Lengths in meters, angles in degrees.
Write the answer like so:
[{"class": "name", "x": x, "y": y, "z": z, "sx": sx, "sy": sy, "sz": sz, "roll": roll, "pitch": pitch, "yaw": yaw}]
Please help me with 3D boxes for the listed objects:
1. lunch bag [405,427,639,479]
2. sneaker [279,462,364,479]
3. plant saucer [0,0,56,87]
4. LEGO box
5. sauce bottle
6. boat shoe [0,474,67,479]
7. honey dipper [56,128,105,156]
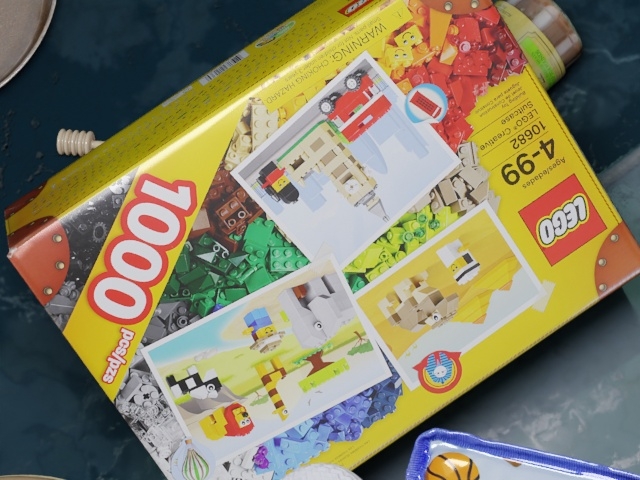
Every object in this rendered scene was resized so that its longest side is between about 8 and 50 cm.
[{"class": "lunch bag", "x": 0.270, "y": 0.320, "z": 1.615, "sx": 0.385, "sy": 0.328, "sz": 0.239, "roll": 11, "pitch": 75, "yaw": 16}, {"class": "sneaker", "x": -0.036, "y": 0.365, "z": 1.679, "sx": 0.137, "sy": 0.210, "sz": 0.366, "roll": 41, "pitch": 102, "yaw": 25}, {"class": "plant saucer", "x": -0.450, "y": -0.279, "z": 2.108, "sx": 0.310, "sy": 0.050, "sz": 0.310, "roll": -4, "pitch": 70, "yaw": 11}, {"class": "LEGO box", "x": 0.000, "y": 0.000, "z": 1.754, "sx": 0.500, "sy": 0.193, "sz": 0.372, "roll": -34, "pitch": 107, "yaw": -2}, {"class": "sauce bottle", "x": 0.126, "y": -0.125, "z": 1.913, "sx": 0.344, "sy": 0.111, "sz": 0.111, "roll": -44, "pitch": 69, "yaw": -4}, {"class": "boat shoe", "x": -0.256, "y": 0.300, "z": 1.836, "sx": 0.341, "sy": 0.110, "sz": 0.121, "roll": 6, "pitch": 72, "yaw": 13}, {"class": "honey dipper", "x": -0.215, "y": -0.105, "z": 2.013, "sx": 0.161, "sy": 0.030, "sz": 0.030, "roll": 4, "pitch": 72, "yaw": 10}]
